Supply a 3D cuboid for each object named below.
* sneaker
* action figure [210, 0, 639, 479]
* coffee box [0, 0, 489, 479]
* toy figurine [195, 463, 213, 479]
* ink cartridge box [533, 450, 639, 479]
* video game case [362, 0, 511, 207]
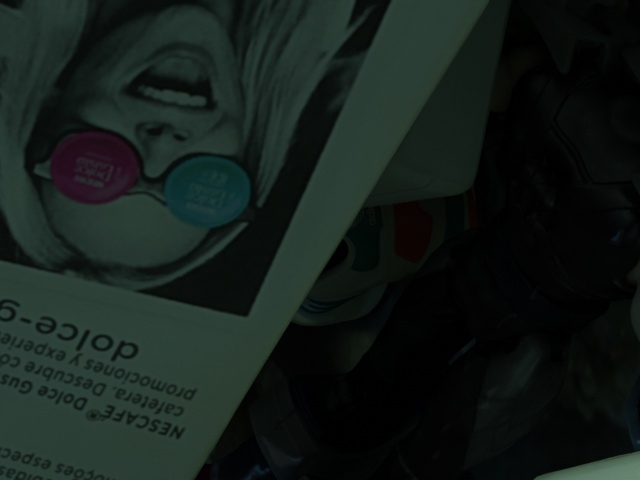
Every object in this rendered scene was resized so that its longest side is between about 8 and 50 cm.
[{"bbox_3d":[0.000,0.000,0.769,0.161,0.075,0.057,-26,69,61],"label":"sneaker"},{"bbox_3d":[0.063,0.023,0.623,0.285,0.099,0.185,-50,41,33],"label":"action figure"},{"bbox_3d":[-0.179,-0.113,0.565,0.334,0.338,0.337,-59,23,29],"label":"coffee box"},{"bbox_3d":[-0.076,0.054,0.902,0.173,0.130,0.159,-67,-24,-59],"label":"toy figurine"},{"bbox_3d":[0.147,0.133,0.358,0.273,0.114,0.197,-24,50,56],"label":"ink cartridge box"},{"bbox_3d":[-0.001,-0.167,0.698,0.300,0.036,0.329,-7,69,63],"label":"video game case"}]
